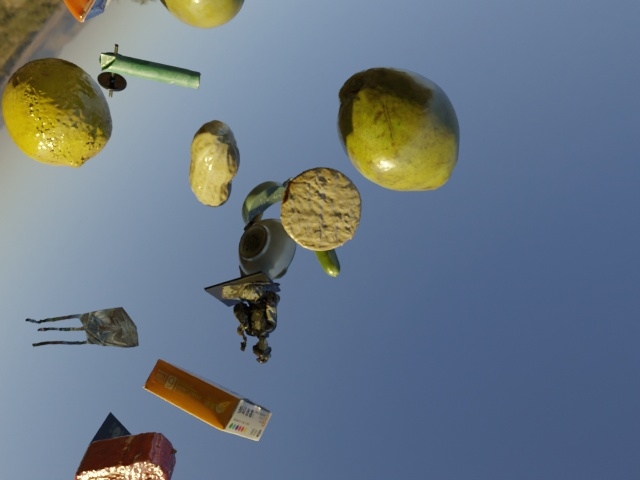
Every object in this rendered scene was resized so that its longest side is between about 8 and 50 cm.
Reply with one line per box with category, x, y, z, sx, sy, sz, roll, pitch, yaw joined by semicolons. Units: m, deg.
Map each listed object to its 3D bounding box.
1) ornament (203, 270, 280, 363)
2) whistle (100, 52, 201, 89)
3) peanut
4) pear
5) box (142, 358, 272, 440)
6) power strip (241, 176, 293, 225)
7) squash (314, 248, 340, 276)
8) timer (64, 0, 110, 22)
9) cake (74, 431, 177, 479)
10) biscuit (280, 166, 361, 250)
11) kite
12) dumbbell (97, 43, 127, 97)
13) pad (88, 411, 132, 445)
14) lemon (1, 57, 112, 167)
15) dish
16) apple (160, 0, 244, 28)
ornament;-0.164;0.201;1.286;0.166;0.153;0.196;-18;-114;7
whistle;-0.332;-0.332;1.033;0.039;0.186;0.039;-173;-90;-71
peanut;-0.329;-0.224;1.625;0.152;0.152;0.313;-88;-166;-44
pear;0.236;-0.328;1.561;0.352;0.413;0.352;-46;-159;23
box;-0.286;0.413;1.362;0.273;0.221;0.091;16;-109;27
power strip;-0.169;-0.131;1.721;0.216;0.137;0.044;-39;-130;-15
squash;0.000;0.000;1.697;0.066;0.066;0.252;-28;-104;34
timer;-0.703;-0.836;1.658;0.257;0.161;0.250;-47;-141;19
cake;-0.559;0.674;1.528;0.282;0.177;0.151;-10;-162;-2
biscuit;0.002;-0.044;0.732;0.120;0.120;0.015;-55;-168;-5
kite;-0.687;0.267;1.550;0.169;0.309;0.015;49;-59;30
dumbbell;-0.495;-0.403;1.258;0.147;0.069;0.069;122;-20;-45
pad;-0.661;0.668;1.709;0.004;0.190;0.127;-13;-149;24
lemon;-0.695;-0.340;1.390;0.257;0.257;0.310;-31;-105;31
dish;-0.174;0.006;1.495;0.224;0.078;0.246;-43;-130;11
apple;-0.338;-0.745;1.494;0.262;0.262;0.263;-33;-144;28
